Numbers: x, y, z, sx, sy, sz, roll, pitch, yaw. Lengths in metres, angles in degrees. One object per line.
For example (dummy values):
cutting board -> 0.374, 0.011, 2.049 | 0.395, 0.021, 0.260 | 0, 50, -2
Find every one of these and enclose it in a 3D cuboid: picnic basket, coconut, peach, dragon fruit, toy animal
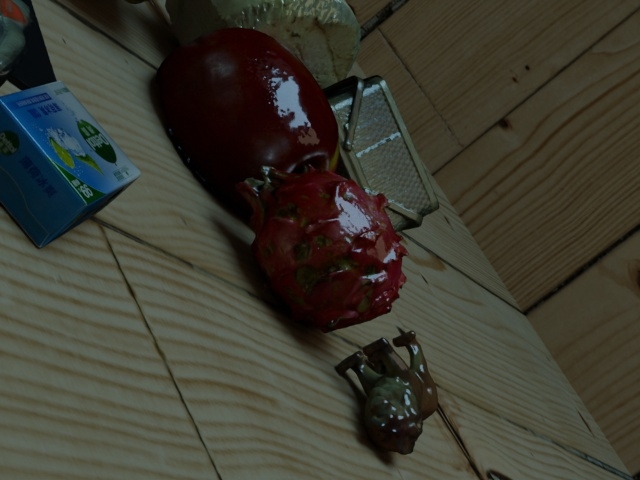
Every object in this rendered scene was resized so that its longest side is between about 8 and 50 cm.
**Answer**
picnic basket -> 0.055, -0.122, 2.166 | 0.165, 0.139, 0.266 | -9, -72, 58
coconut -> -0.107, -0.377, 2.260 | 0.297, 0.297, 0.309 | 34, 20, -50
peach -> -0.096, -0.196, 2.006 | 0.258, 0.201, 0.361 | 30, 24, -53
dragon fruit -> 0.000, 0.000, 1.836 | 0.268, 0.210, 0.205 | 45, -3, -1
toy animal -> 0.105, 0.212, 1.864 | 0.157, 0.097, 0.312 | 66, 14, 8

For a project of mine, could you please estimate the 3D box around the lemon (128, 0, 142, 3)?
lemon -> -0.286, -0.537, 2.015 | 0.387, 0.350, 0.350 | 23, 26, -28

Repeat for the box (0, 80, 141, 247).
box -> -0.280, -0.085, 1.408 | 0.139, 0.073, 0.194 | 50, 14, -4

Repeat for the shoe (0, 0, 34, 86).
shoe -> -0.383, -0.208, 1.311 | 0.171, 0.132, 0.336 | 40, 15, -20

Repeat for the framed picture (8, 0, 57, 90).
framed picture -> -0.429, -0.313, 1.652 | 0.255, 0.014, 0.338 | 38, 20, -44
